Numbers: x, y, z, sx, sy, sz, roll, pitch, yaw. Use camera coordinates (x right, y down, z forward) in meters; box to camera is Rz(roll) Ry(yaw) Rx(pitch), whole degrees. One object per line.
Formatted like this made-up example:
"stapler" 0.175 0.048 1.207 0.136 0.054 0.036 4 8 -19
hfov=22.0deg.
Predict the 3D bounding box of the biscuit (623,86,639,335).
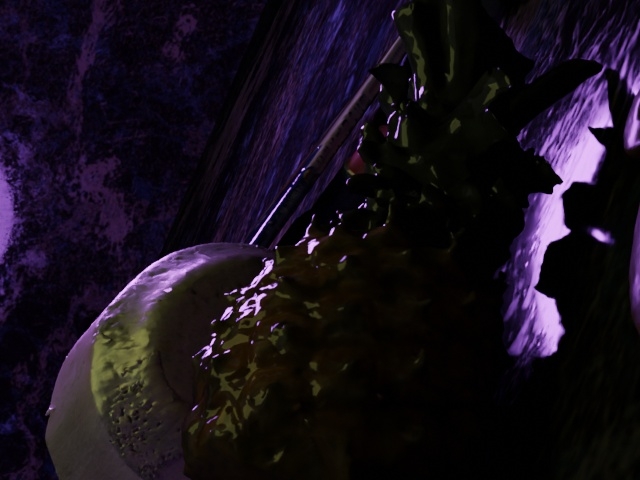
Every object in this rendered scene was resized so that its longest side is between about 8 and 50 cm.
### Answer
"biscuit" 0.139 -0.064 0.486 0.180 0.039 0.236 125 164 -49

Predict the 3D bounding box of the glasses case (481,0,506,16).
"glasses case" 0.098 -0.223 1.011 0.039 0.077 0.184 119 171 -54

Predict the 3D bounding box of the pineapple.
"pineapple" 0.035 0.005 0.667 0.248 0.128 0.128 -66 7 -28

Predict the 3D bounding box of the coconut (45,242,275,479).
"coconut" -0.059 0.092 0.866 0.183 0.171 0.171 -48 20 58

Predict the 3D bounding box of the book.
"book" -0.040 -0.009 1.184 0.228 0.018 0.322 -52 2 37

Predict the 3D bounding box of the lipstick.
"lipstick" 0.000 0.000 1.139 0.234 0.053 0.053 -52 16 47
